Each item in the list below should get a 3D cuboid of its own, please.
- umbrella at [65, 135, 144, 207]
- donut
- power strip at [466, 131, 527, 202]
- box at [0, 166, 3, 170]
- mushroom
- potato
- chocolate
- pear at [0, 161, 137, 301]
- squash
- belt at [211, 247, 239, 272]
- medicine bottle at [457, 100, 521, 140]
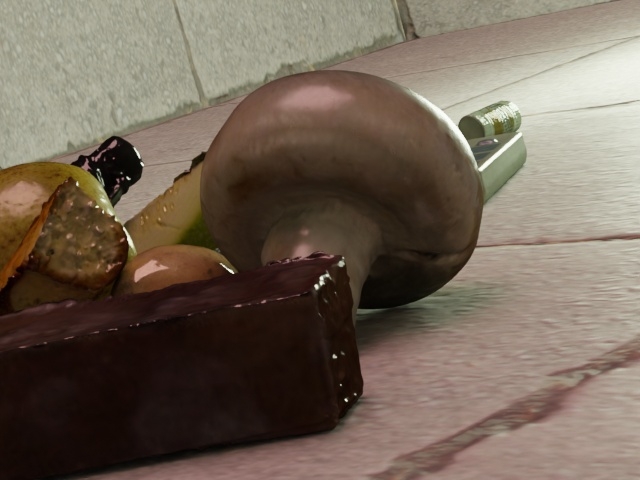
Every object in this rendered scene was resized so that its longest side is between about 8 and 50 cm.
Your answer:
[{"bbox_3d":[-0.297,0.006,1.833,0.106,0.113,0.358,2,35,44],"label":"umbrella"},{"bbox_3d":[-0.233,0.062,1.509,0.217,0.085,0.141,-62,11,-10],"label":"donut"},{"bbox_3d":[0.151,-0.074,2.049,0.118,0.046,0.270,-12,9,20],"label":"power strip"},{"bbox_3d":[-0.447,0.022,1.915,0.290,0.166,0.220,-25,-16,-43],"label":"box"},{"bbox_3d":[0.011,-0.006,1.481,0.244,0.243,0.243,-15,9,2],"label":"mushroom"},{"bbox_3d":[-0.118,0.053,1.563,0.112,0.112,0.147,-12,3,22],"label":"potato"},{"bbox_3d":[-0.130,0.097,1.292,0.321,0.112,0.112,-11,11,17],"label":"chocolate"},{"bbox_3d":[-0.265,0.030,1.669,0.197,0.197,0.197,-15,9,2],"label":"pear"},{"bbox_3d":[-0.192,0.012,1.891,0.252,0.169,0.093,-14,53,4],"label":"squash"},{"bbox_3d":[0.000,0.000,1.764,0.087,0.072,0.302,-9,11,46],"label":"belt"},{"bbox_3d":[0.220,-0.151,2.386,0.047,0.047,0.083,-6,13,44],"label":"medicine bottle"}]
